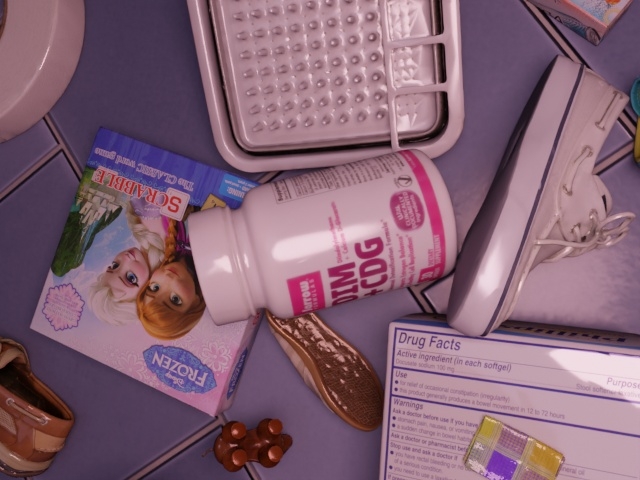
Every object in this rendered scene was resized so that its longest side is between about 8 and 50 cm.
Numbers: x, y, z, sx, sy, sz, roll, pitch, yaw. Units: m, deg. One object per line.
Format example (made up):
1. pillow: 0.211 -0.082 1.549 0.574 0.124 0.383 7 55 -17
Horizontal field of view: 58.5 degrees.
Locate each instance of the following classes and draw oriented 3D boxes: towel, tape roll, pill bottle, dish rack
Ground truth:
1. towel: 0.187 0.214 0.555 0.083 0.009 0.060 26 98 23
2. tape roll: -0.568 -0.350 0.928 0.392 0.072 0.392 -1 86 14
3. pill bottle: 0.000 0.000 0.672 0.283 0.160 0.160 -15 83 -6
4. dish rack: 0.009 -0.241 0.732 0.333 0.072 0.285 -3 111 14

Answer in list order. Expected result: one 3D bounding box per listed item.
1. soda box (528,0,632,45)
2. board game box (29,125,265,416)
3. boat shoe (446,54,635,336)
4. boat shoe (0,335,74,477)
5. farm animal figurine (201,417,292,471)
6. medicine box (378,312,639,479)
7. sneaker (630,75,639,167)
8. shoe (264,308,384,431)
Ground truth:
1. soda box: 0.289 -0.323 0.704 0.183 0.063 0.058 42 98 14
2. board game box: -0.223 0.036 0.817 0.318 0.066 0.318 20 92 14
3. boat shoe: 0.265 -0.037 0.623 0.156 0.136 0.367 26 62 7
4. boat shoe: -0.496 0.202 0.862 0.324 0.122 0.120 42 92 5
5. farm animal figurine: -0.086 0.405 0.701 0.327 0.172 0.330 -27 78 -30
6. medicine box: 0.211 0.238 0.630 0.263 0.149 0.289 3 87 24
7. sneaker: 0.476 -0.179 0.616 0.208 0.127 0.319 35 95 13
8. shoe: 0.005 0.158 0.761 0.076 0.058 0.219 -36 82 -21
